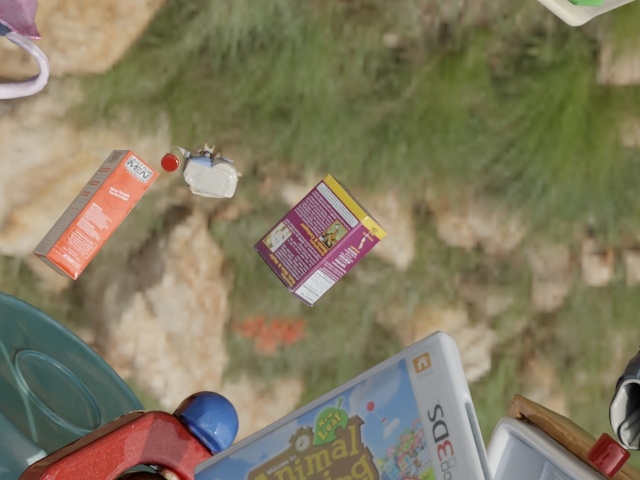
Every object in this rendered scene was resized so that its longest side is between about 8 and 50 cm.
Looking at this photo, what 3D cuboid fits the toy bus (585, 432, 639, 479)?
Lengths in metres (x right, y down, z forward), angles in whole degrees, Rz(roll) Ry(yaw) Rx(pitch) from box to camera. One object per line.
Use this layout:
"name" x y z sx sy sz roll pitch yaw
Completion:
"toy bus" 0.319 0.291 1.701 0.202 0.191 0.104 3 160 37

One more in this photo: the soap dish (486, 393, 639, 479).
"soap dish" 0.264 0.350 1.996 0.118 0.291 0.229 0 -155 -40

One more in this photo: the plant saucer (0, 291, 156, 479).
"plant saucer" -0.242 0.145 1.589 0.317 0.317 0.044 32 108 -38

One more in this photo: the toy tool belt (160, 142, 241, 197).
"toy tool belt" -0.124 -0.076 1.878 0.083 0.051 0.052 20 111 -3

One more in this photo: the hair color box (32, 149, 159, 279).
"hair color box" -0.234 -0.028 1.867 0.043 0.141 0.072 40 170 -18

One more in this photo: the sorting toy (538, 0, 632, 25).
"sorting toy" 0.268 -0.302 1.843 0.193 0.038 0.208 34 149 -24

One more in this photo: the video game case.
"video game case" 0.016 0.184 1.156 0.212 0.193 0.023 -31 138 22

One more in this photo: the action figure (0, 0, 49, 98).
"action figure" -0.392 -0.339 1.754 0.248 0.275 0.370 -8 152 -14

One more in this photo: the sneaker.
"sneaker" 0.404 0.209 2.005 0.086 0.163 0.226 -19 114 39

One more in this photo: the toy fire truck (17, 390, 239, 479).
"toy fire truck" -0.107 0.253 1.330 0.169 0.254 0.302 -5 133 51

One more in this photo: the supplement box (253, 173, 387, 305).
"supplement box" 0.000 0.000 1.374 0.083 0.055 0.043 -43 150 5
